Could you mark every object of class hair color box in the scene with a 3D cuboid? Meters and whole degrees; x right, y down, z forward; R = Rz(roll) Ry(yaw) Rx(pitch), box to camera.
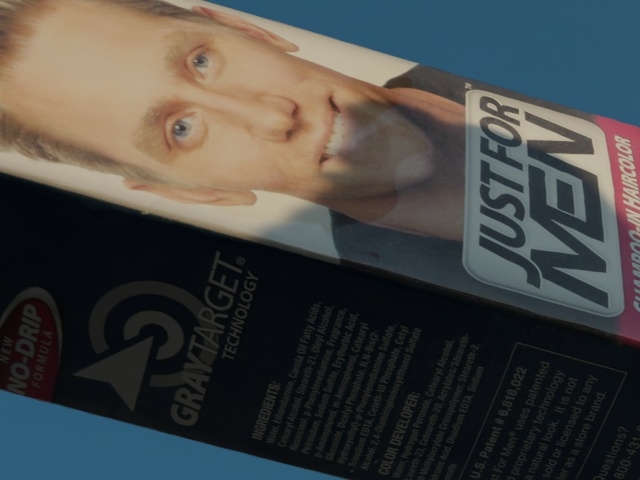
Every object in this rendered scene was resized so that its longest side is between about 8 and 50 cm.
[{"bbox_3d":[0.000,0.000,0.690,0.347,0.174,0.105,15,-57,-5],"label":"hair color box"}]
